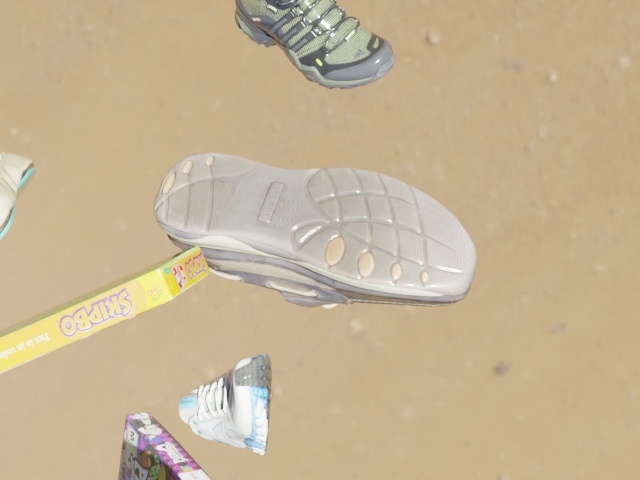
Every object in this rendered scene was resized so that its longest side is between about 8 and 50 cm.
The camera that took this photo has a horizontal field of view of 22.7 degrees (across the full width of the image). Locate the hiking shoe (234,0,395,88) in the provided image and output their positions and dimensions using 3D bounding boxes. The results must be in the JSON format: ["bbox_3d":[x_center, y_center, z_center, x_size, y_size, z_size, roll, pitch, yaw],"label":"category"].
[{"bbox_3d":[-0.016,-0.255,1.838,0.227,0.086,0.114,28,153,26],"label":"hiking shoe"}]

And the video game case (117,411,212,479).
[{"bbox_3d":[-0.206,0.370,2.053,0.042,0.210,0.232,-3,114,-32],"label":"video game case"}]

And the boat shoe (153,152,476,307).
[{"bbox_3d":[0.000,0.000,1.688,0.355,0.132,0.130,16,153,20],"label":"boat shoe"}]

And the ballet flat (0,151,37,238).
[{"bbox_3d":[-0.337,-0.055,1.600,0.086,0.248,0.086,-1,102,-6],"label":"ballet flat"}]

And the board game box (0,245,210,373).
[{"bbox_3d":[-0.228,0.074,1.363,0.259,0.124,0.039,-20,94,13],"label":"board game box"}]

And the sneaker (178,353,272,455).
[{"bbox_3d":[-0.084,0.148,1.404,0.083,0.071,0.190,6,158,-2],"label":"sneaker"}]
